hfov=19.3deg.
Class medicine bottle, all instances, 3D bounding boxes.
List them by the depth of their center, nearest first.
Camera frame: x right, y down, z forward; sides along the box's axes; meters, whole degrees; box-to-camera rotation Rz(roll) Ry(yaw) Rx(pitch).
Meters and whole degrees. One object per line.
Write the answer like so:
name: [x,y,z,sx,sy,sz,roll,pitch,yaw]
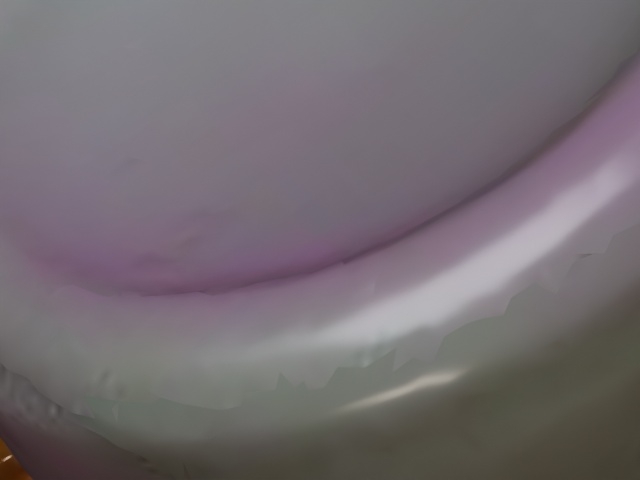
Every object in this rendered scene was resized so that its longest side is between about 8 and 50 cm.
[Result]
medicine bottle: [0.075,0.075,0.508,0.219,0.388,0.219,-18,41,16]

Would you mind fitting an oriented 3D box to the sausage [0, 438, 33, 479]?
sausage: [0.000,0.000,0.755,0.287,0.233,0.233,-26,41,10]
